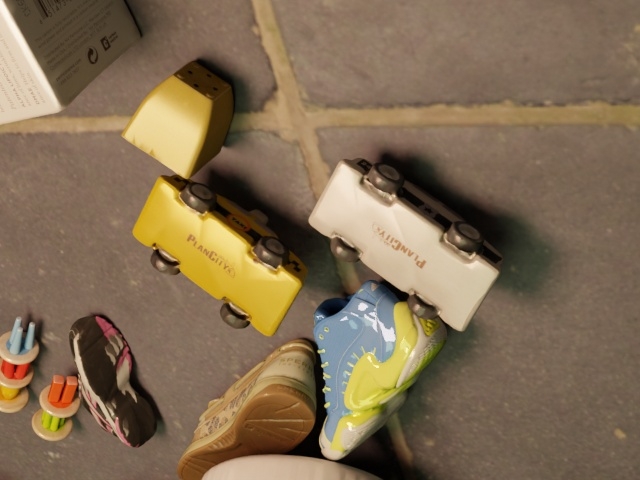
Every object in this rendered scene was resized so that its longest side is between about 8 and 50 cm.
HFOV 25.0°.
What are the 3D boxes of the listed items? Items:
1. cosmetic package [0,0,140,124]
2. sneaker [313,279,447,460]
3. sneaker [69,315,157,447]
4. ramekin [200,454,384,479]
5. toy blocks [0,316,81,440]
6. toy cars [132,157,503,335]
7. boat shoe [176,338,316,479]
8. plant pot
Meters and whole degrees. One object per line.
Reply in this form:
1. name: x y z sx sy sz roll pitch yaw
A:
1. cosmetic package: -0.310 -0.211 1.411 0.184 0.151 0.151 -7 120 36
2. sneaker: 0.038 0.128 1.524 0.126 0.091 0.240 45 130 12
3. sneaker: -0.269 0.173 1.747 0.077 0.072 0.178 5 121 41
4. ramekin: -0.023 0.345 1.621 0.277 0.135 0.277 7 151 4
5. toy blocks: -0.351 0.169 1.801 0.123 0.054 0.148 30 134 9
6. toy cars: 0.000 0.000 1.437 0.394 0.087 0.176 -3 107 28
7. boat shoe: -0.077 0.213 1.659 0.105 0.089 0.285 28 140 -16
8. plant pot: -0.132 -0.127 1.423 0.081 0.081 0.083 33 122 5
